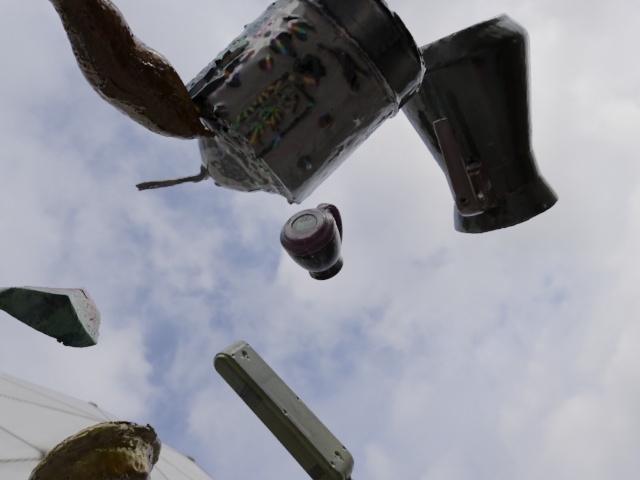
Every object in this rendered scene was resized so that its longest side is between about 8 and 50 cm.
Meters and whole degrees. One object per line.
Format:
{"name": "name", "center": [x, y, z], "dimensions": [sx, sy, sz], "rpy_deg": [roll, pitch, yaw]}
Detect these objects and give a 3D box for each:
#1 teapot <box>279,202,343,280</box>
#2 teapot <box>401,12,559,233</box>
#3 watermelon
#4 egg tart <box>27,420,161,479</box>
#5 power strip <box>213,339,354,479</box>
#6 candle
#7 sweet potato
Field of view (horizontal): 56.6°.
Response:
{"name": "teapot", "center": [-0.009, 0.004, 1.219], "dimensions": [0.116, 0.148, 0.146], "rpy_deg": [-16, -47, 12]}
{"name": "teapot", "center": [0.275, -0.197, 1.059], "dimensions": [0.300, 0.253, 0.344], "rpy_deg": [-38, -71, -51]}
{"name": "watermelon", "center": [-0.445, 0.108, 0.990], "dimensions": [0.180, 0.094, 0.081], "rpy_deg": [28, -80, -35]}
{"name": "egg tart", "center": [-0.202, 0.222, 0.543], "dimensions": [0.129, 0.049, 0.128], "rpy_deg": [-25, -42, -24]}
{"name": "power strip", "center": [-0.063, 0.361, 1.192], "dimensions": [0.066, 0.387, 0.092], "rpy_deg": [-50, -11, 27]}
{"name": "candle", "center": [-0.052, -0.137, 0.653], "dimensions": [0.330, 0.187, 0.187], "rpy_deg": [-44, -59, -2]}
{"name": "sweet potato", "center": [-0.175, -0.154, 0.492], "dimensions": [0.068, 0.068, 0.226], "rpy_deg": [-53, -47, -11]}
